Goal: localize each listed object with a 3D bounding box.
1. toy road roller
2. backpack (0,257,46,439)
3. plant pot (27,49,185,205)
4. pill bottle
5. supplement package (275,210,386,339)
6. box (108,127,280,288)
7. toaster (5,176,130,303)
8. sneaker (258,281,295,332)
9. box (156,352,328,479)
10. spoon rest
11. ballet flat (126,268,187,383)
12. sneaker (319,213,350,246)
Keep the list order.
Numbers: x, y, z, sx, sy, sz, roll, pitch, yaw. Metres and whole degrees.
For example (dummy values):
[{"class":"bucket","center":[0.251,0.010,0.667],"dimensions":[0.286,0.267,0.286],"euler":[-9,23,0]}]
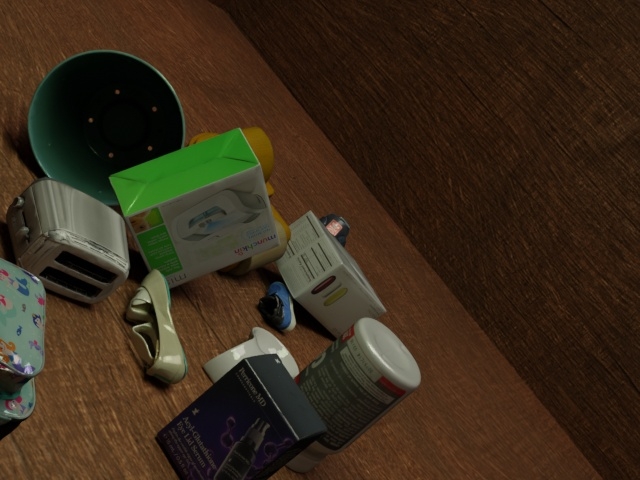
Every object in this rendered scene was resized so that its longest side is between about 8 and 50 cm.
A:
[{"class":"toy road roller","center":[-0.189,-0.111,1.945],"dimensions":[0.202,0.240,0.329],"euler":[-23,72,-49]},{"class":"backpack","center":[-0.453,0.111,0.985],"dimensions":[0.254,0.191,0.225],"euler":[29,24,-32]},{"class":"plant pot","center":[-0.411,-0.230,1.704],"dimensions":[0.293,0.293,0.235],"euler":[44,4,-11]},{"class":"pill bottle","center":[0.031,0.288,1.557],"dimensions":[0.161,0.283,0.161],"euler":[41,18,-16]},{"class":"supplement package","center":[0.015,0.094,2.109],"dimensions":[0.262,0.145,0.204],"euler":[47,10,-48]},{"class":"box","center":[-0.233,-0.055,1.611],"dimensions":[0.231,0.262,0.126],"euler":[80,-15,-48]},{"class":"toaster","center":[-0.409,0.009,1.409],"dimensions":[0.227,0.129,0.146],"euler":[34,25,-43]},{"class":"sneaker","center":[-0.107,0.138,1.957],"dimensions":[0.084,0.058,0.152],"euler":[44,21,-40]},{"class":"box","center":[-0.121,0.295,1.304],"dimensions":[0.153,0.207,0.108],"euler":[52,17,18]},{"class":"spoon rest","center":[-0.121,0.232,1.668],"dimensions":[0.137,0.084,0.276],"euler":[51,18,15]},{"class":"ballet flat","center":[-0.295,0.142,1.473],"dimensions":[0.086,0.086,0.248],"euler":[30,24,-44]},{"class":"sneaker","center":[0.000,0.000,2.378],"dimensions":[0.131,0.148,0.350],"euler":[46,17,-2]}]
